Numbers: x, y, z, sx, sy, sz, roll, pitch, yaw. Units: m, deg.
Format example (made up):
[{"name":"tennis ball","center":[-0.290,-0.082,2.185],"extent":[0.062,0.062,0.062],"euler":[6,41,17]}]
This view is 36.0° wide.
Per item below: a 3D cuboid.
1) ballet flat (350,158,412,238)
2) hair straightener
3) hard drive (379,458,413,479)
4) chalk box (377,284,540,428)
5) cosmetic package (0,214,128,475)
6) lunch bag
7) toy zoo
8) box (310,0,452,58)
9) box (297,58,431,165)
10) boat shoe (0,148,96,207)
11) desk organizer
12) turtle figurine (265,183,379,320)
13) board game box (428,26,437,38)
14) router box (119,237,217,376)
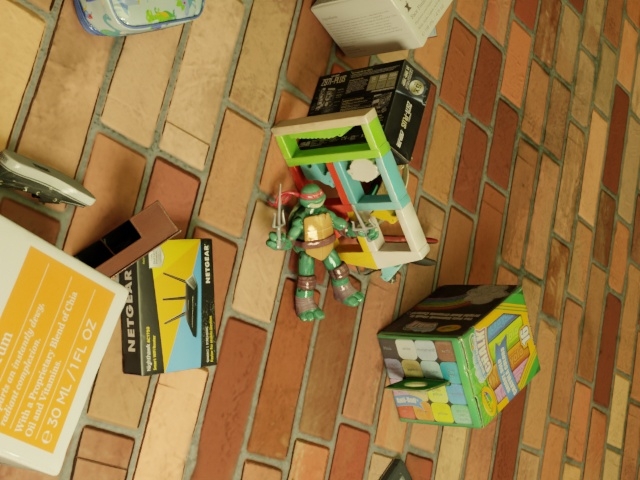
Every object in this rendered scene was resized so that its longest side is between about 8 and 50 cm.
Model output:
[{"name":"ballet flat","center":[0.110,-0.081,1.678],"extent":[0.067,0.073,0.206],"euler":[28,66,-10]},{"name":"hair straightener","center":[0.131,0.032,1.720],"extent":[0.230,0.047,0.089],"euler":[6,85,-52]},{"name":"hard drive","center":[0.119,0.461,1.711],"extent":[0.135,0.022,0.094],"euler":[-47,122,-39]},{"name":"chalk box","center":[0.231,0.214,1.732],"extent":[0.289,0.180,0.179],"euler":[-31,111,-44]},{"name":"cosmetic package","center":[-0.437,0.054,0.989],"extent":[0.453,0.162,0.230],"euler":[36,62,-41]},{"name":"lunch bag","center":[-0.251,-0.378,1.272],"extent":[0.176,0.090,0.218],"euler":[-26,108,-47]},{"name":"toy zoo","center":[0.054,-0.060,1.530],"extent":[0.030,0.192,0.293],"euler":[-44,121,-40]},{"name":"box","center":[0.115,-0.407,1.602],"extent":[0.119,0.182,0.181],"euler":[48,63,-31]},{"name":"box","center":[0.068,-0.193,1.559],"extent":[0.077,0.180,0.147],"euler":[35,62,-41]},{"name":"boat shoe","center":[-0.339,-0.067,1.199],"extent":[0.142,0.049,0.040],"euler":[28,101,-47]},{"name":"desk organizer","center":[-0.247,0.005,1.247],"extent":[0.130,0.047,0.050],"euler":[-35,97,-14]},{"name":"turtle figurine","center":[0.000,0.000,1.514],"extent":[0.175,0.118,0.234],"euler":[-12,116,-8]},{"name":"board game box","center":[0.138,-0.497,1.768],"extent":[0.145,0.027,0.281],"euler":[-23,106,-48]},{"name":"router box","center":[-0.206,0.088,1.336],"extent":[0.133,0.046,0.178],"euler":[-3,90,-47]}]
